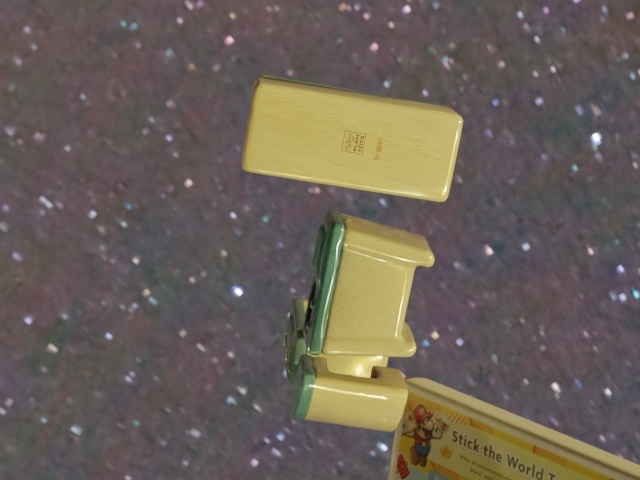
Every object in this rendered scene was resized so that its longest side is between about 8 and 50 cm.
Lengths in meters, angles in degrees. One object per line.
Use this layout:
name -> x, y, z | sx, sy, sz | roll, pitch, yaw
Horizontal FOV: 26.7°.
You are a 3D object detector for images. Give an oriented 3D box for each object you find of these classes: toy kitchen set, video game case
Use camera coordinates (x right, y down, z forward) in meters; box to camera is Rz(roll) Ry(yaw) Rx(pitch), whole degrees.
toy kitchen set -> 0.000, 0.000, 0.862 | 0.166, 0.122, 0.207 | -104, -155, -76
video game case -> 0.119, 0.216, 0.858 | 0.227, 0.026, 0.206 | 18, -76, 51
